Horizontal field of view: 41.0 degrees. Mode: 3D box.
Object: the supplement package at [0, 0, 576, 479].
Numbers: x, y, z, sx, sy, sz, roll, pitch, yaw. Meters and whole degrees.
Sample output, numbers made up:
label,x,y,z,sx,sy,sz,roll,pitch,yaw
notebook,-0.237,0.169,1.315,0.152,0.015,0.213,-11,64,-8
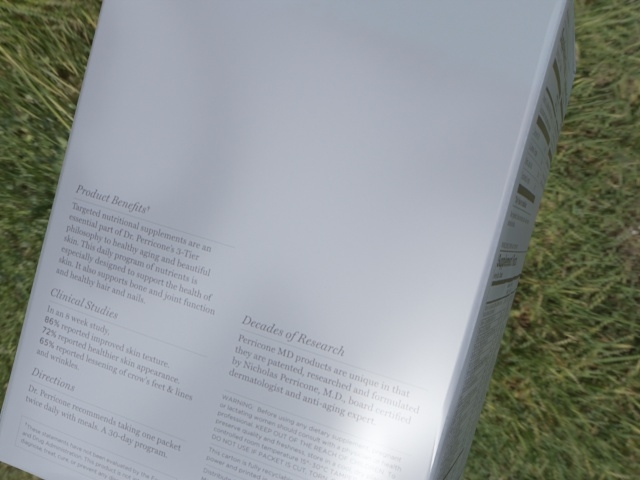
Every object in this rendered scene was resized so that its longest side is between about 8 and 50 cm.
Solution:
label,x,y,z,sx,sy,sz,roll,pitch,yaw
supplement package,0.000,0.000,0.443,0.199,0.198,0.263,16,94,17
